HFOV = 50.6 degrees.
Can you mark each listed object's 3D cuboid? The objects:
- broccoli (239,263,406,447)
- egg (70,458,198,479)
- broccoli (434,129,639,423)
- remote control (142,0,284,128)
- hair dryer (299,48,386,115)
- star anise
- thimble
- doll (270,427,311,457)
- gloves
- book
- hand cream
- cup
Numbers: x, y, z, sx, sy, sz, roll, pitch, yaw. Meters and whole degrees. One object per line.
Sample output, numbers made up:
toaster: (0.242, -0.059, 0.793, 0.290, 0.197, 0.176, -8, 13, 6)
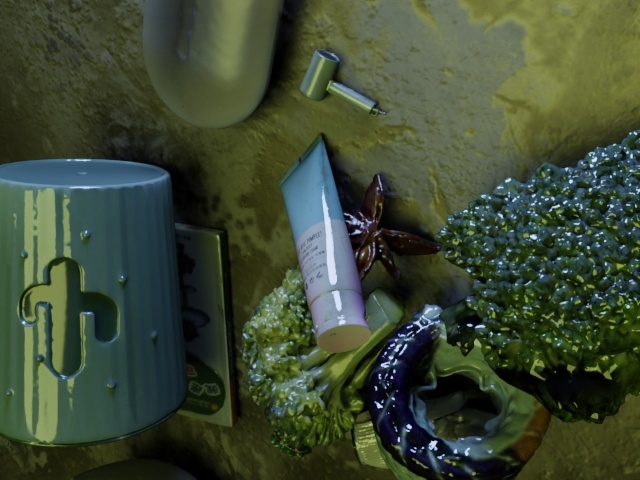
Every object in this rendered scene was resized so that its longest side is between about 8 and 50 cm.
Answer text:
broccoli: (0.019, 0.151, 0.976, 0.243, 0.263, 0.247, -38, 121, 26)
egg: (-0.306, 0.530, 1.285, 0.337, 0.201, 0.337, 35, 143, 31)
broccoli: (0.303, 0.039, 0.723, 0.317, 0.339, 0.277, -52, 51, 54)
remote control: (-0.151, -0.314, 0.925, 0.221, 0.103, 0.332, 27, 120, 23)
hair dryer: (0.036, -0.203, 0.913, 0.124, 0.038, 0.063, 30, 121, 8)
star anise: (0.062, 0.007, 0.963, 0.140, 0.158, 0.144, 55, 160, 7)
thimble: (0.172, 0.209, 0.880, 0.237, 0.237, 0.150, 23, 152, 19)
doll: (-0.043, 0.307, 1.129, 0.078, 0.077, 0.113, 25, 119, 28)
gloves: (0.154, 0.284, 0.998, 0.229, 0.097, 0.119, -11, 102, 29)
book: (-0.271, 0.142, 1.208, 0.260, 0.043, 0.370, 9, 112, 26)
hand cream: (0.000, 0.000, 0.909, 0.111, 0.070, 0.312, -44, 42, 36)
cup: (-0.398, 0.090, 1.018, 0.310, 0.401, 0.392, 20, 112, 50)
